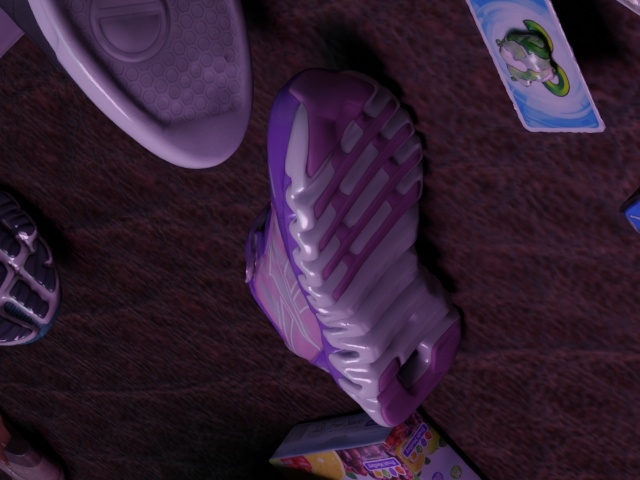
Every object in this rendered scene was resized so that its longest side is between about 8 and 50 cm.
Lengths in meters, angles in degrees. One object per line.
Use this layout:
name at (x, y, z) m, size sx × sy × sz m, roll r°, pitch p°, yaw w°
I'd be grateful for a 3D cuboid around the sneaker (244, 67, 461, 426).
sneaker at (0.000, 0.000, 0.941) m, size 0.104 × 0.095 × 0.236 m, roll 27°, pitch 150°, yaw 33°

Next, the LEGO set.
LEGO set at (0.135, -0.106, 0.713) m, size 0.182 × 0.060 × 0.244 m, roll 5°, pitch 129°, yaw 51°

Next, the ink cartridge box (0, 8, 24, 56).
ink cartridge box at (-0.235, -0.144, 1.022) m, size 0.135 × 0.056 × 0.099 m, roll -7°, pitch 127°, yaw 50°

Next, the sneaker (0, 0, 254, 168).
sneaker at (-0.153, -0.152, 0.888) m, size 0.296 × 0.104 × 0.147 m, roll 52°, pitch 149°, yaw -12°

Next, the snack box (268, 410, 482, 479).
snack box at (0.042, 0.159, 1.156) m, size 0.100 × 0.037 × 0.141 m, roll 46°, pitch 150°, yaw -16°

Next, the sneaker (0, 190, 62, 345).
sneaker at (-0.282, -0.003, 1.252) m, size 0.275 × 0.107 × 0.110 m, roll 26°, pitch 167°, yaw 28°

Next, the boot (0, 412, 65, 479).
boot at (-0.270, 0.183, 1.522) m, size 0.118 × 0.042 × 0.087 m, roll 29°, pitch 157°, yaw 29°
